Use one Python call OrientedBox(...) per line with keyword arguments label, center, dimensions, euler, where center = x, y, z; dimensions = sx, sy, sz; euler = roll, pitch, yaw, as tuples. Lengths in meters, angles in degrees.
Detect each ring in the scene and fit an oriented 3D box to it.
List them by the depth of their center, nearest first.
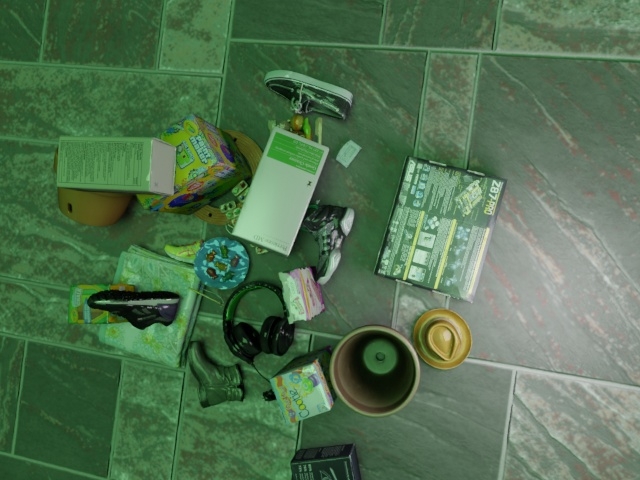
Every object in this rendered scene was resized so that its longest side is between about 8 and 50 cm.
OrientedBox(label="ring", center=(-0.341, -0.220, 1.713), dimensions=(0.337, 0.032, 0.336), euler=(0, 90, 11))

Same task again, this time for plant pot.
OrientedBox(label="plant pot", center=(0.173, 0.374, 1.495), dimensions=(0.263, 0.229, 0.263), euler=(0, 90, 12))
OrientedBox(label="plant pot", center=(-0.779, -0.184, 1.694), dimensions=(0.291, 0.291, 0.203), euler=(30, 112, 11))

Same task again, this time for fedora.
OrientedBox(label="fedora", center=(0.384, 0.313, 1.529), dimensions=(0.194, 0.079, 0.194), euler=(0, 90, 12))

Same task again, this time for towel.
OrientedBox(label="towel", center=(-0.596, 0.231, 1.729), dimensions=(0.321, 0.090, 0.374), euler=(16, 93, 12))

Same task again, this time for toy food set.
OrientedBox(label="toy food set", center=(-0.091, -0.362, 1.658), dimensions=(0.192, 0.038, 0.132), euler=(0, 89, 12))

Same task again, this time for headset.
OrientedBox(label="headset", center=(-0.190, 0.336, 1.641), dimensions=(0.243, 0.185, 0.394), euler=(-15, 71, 15))

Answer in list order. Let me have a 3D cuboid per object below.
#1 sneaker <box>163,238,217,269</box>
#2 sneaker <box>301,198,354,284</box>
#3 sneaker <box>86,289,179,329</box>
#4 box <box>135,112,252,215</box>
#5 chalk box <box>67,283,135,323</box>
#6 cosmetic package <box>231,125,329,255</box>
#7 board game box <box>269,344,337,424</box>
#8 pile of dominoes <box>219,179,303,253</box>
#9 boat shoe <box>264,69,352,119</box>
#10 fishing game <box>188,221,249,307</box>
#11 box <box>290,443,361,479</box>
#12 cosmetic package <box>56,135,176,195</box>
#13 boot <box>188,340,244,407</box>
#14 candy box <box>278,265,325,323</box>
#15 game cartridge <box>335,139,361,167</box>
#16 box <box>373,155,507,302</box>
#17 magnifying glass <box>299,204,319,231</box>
OrientedBox(label="sneaker", center=(-0.442, 0.036, 1.708), dimensions=(0.209, 0.081, 0.094), euler=(15, 92, 0))
OrientedBox(label="sneaker", center=(0.000, 0.000, 1.588), dimensions=(0.153, 0.101, 0.268), euler=(21, 88, -5))
OrientedBox(label="sneaker", center=(-0.600, 0.233, 1.569), dimensions=(0.107, 0.283, 0.124), euler=(22, 102, 54))
OrientedBox(label="box", center=(-0.419, -0.231, 1.565), dimensions=(0.279, 0.290, 0.177), euler=(-31, 84, 11))
OrientedBox(label="chalk box", center=(-0.761, 0.214, 1.654), dimensions=(0.213, 0.132, 0.132), euler=(-4, 83, 17))
OrientedBox(label="cosmetic package", center=(-0.128, -0.147, 1.561), dimensions=(0.197, 0.155, 0.365), euler=(20, 83, -5))
OrientedBox(label="board game box", center=(-0.032, 0.438, 1.513), dimensions=(0.142, 0.275, 0.144), euler=(-22, 85, 11))
OrientedBox(label="pile of dominoes", center=(-0.207, -0.085, 1.648), dimensions=(0.196, 0.040, 0.251), euler=(-41, 83, 6))
OrientedBox(label="boat shoe", center=(-0.052, -0.471, 1.615), dimensions=(0.306, 0.113, 0.105), euler=(19, 78, 2))
OrientedBox(label="fishing game", center=(-0.336, 0.074, 1.654), dimensions=(0.189, 0.041, 0.264), euler=(32, 78, -3))
OrientedBox(label="box", center=(0.022, 0.763, 1.582), dimensions=(0.207, 0.108, 0.153), euler=(-10, 87, 11))
OrientedBox(label="cosmetic package", center=(-0.577, -0.211, 1.385), dimensions=(0.296, 0.129, 0.153), euler=(5, 90, 13))
OrientedBox(label="boot", center=(-0.354, 0.450, 1.689), dimensions=(0.161, 0.083, 0.246), euler=(-15, 92, 4))
OrientedBox(label="candy box", center=(-0.054, 0.166, 1.543), dimensions=(0.071, 0.233, 0.159), euler=(-13, 87, 12))
OrientedBox(label="game cartridge", center=(0.092, -0.292, 1.632), dimensions=(0.056, 0.017, 0.083), euler=(39, 97, 6))
OrientedBox(label="box", center=(0.371, -0.038, 1.530), dimensions=(0.318, 0.097, 0.394), euler=(15, 92, 13))
OrientedBox(label="magnifying glass", center=(-0.091, -0.062, 1.661), dimensions=(0.231, 0.026, 0.092), euler=(-11, 87, 12))
